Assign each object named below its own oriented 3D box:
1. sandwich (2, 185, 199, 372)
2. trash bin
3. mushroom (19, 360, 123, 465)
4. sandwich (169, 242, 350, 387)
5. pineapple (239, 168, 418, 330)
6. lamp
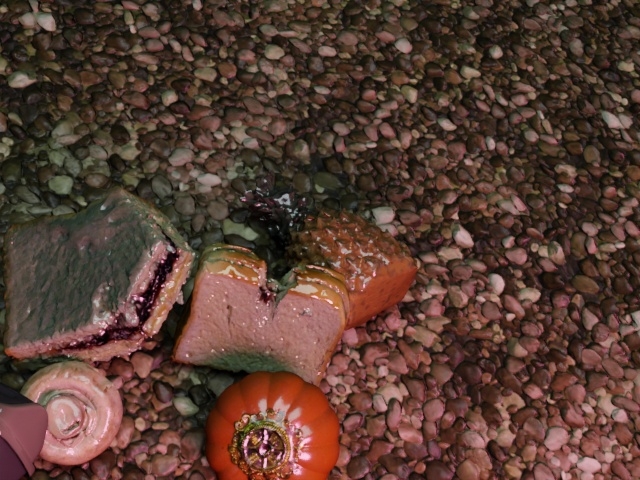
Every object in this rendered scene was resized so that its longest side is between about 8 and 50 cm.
[{"bbox_3d":[-0.367,0.059,1.809,0.325,0.131,0.262,-19,57,17],"label":"sandwich"},{"bbox_3d":[-0.562,0.326,1.622,0.209,0.182,0.290,22,56,27],"label":"trash bin"},{"bbox_3d":[-0.397,0.272,1.739,0.166,0.127,0.166,2,82,-12],"label":"mushroom"},{"bbox_3d":[-0.097,0.129,1.861,0.273,0.249,0.095,15,38,-8],"label":"sandwich"},{"bbox_3d":[0.000,0.000,2.019,0.202,0.202,0.362,-32,63,-31],"label":"pineapple"},{"bbox_3d":[-0.078,0.320,1.772,0.223,0.196,0.223,0,90,6],"label":"lamp"}]
